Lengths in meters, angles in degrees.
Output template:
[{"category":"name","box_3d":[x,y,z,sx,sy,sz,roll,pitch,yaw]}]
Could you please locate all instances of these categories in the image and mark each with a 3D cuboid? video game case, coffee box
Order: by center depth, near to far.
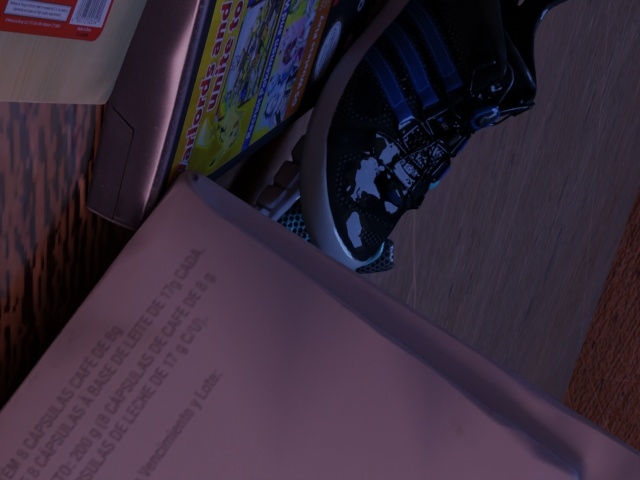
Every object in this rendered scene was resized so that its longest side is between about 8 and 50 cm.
[{"category":"video game case","box_3d":[0.001,-0.166,0.708,0.248,0.035,0.275,-43,155,-57]},{"category":"coffee box","box_3d":[0.003,0.245,0.716,0.337,0.338,0.334,-53,163,-16]}]

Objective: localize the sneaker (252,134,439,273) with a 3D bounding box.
[{"category":"sneaker","box_3d":[0.000,0.000,0.856,0.166,0.076,0.065,-54,174,-2]}]

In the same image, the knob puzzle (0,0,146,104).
[{"category":"knob puzzle","box_3d":[-0.076,-0.135,0.488,0.213,0.030,0.213,-57,163,-27]}]

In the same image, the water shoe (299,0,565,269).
[{"category":"water shoe","box_3d":[0.058,-0.075,0.803,0.073,0.080,0.203,48,60,-47]}]
